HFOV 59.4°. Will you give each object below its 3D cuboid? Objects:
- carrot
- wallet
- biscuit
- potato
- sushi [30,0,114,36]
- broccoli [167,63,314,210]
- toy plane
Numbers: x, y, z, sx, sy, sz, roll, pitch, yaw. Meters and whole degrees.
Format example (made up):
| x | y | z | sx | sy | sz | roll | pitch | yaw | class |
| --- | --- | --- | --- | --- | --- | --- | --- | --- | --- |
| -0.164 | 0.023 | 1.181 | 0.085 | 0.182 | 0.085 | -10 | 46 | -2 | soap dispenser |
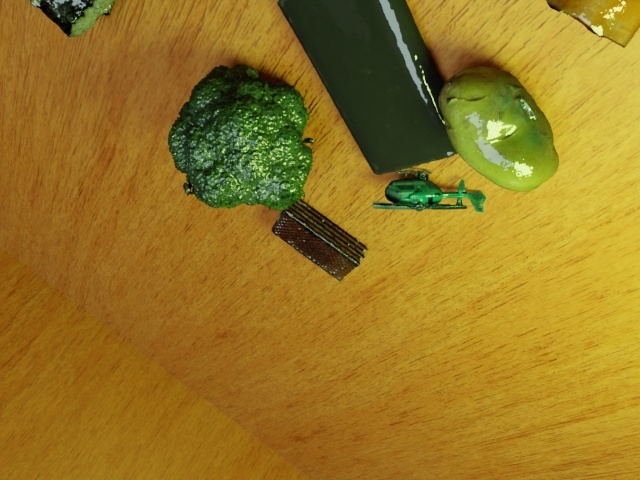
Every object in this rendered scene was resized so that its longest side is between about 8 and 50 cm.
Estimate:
| x | y | z | sx | sy | sz | roll | pitch | yaw | class |
| --- | --- | --- | --- | --- | --- | --- | --- | --- | --- |
| 0.418 | -0.393 | 0.753 | 0.159 | 0.159 | 0.225 | 32 | 129 | 0 | carrot |
| 0.107 | -0.319 | 1.071 | 0.228 | 0.062 | 0.406 | -10 | 123 | 39 | wallet |
| 0.000 | 0.000 | 1.439 | 0.252 | 0.070 | 0.106 | 36 | 140 | -5 | biscuit |
| 0.315 | -0.196 | 0.981 | 0.248 | 0.169 | 0.143 | 49 | 167 | -4 | potato |
| -0.490 | -0.536 | 1.183 | 0.212 | 0.147 | 0.115 | -33 | 103 | 28 | sushi |
| -0.153 | -0.210 | 1.205 | 0.304 | 0.321 | 0.283 | 18 | 176 | 1 | broccoli |
| 0.230 | -0.098 | 1.187 | 0.235 | 0.096 | 0.060 | 1 | 135 | 8 | toy plane |
